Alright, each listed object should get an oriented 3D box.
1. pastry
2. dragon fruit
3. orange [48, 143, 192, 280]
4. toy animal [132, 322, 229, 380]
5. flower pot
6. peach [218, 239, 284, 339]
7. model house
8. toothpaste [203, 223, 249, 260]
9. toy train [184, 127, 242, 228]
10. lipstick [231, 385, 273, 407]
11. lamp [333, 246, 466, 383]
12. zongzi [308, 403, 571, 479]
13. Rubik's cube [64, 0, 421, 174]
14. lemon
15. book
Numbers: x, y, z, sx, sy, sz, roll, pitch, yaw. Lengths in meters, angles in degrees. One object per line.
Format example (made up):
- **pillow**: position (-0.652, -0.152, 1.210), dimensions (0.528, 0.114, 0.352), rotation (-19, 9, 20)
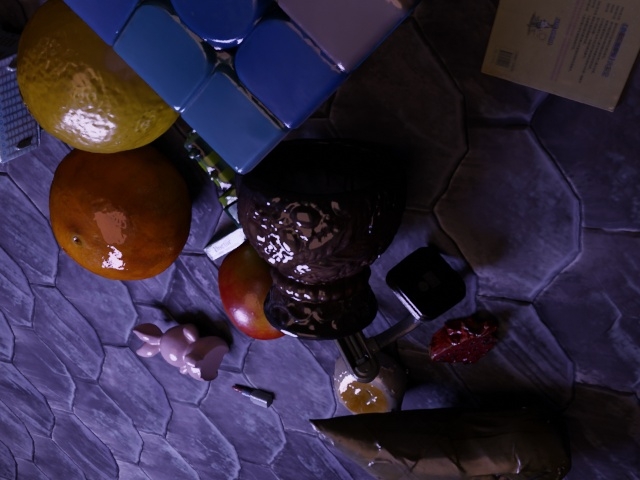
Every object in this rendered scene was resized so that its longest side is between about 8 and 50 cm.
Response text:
- **pastry**: position (0.100, 0.285, 1.515), dimensions (0.166, 0.088, 0.165), rotation (13, 127, 19)
- **dragon fruit**: position (0.260, 0.168, 1.368), dimensions (0.097, 0.063, 0.131), rotation (11, 138, -21)
- **orange**: position (-0.382, -0.058, 1.429), dimensions (0.284, 0.226, 0.283), rotation (16, 125, 24)
- **toy animal**: position (-0.317, 0.232, 1.707), dimensions (0.213, 0.124, 0.124), rotation (23, 133, 25)
- **flower pot**: position (0.000, 0.000, 1.207), dimensions (0.267, 0.266, 0.267), rotation (12, 121, 21)
- **peach**: position (-0.106, 0.093, 1.416), dimensions (0.190, 0.190, 0.192), rotation (34, 133, 2)
- **model house**: position (-0.633, -0.292, 1.407), dimensions (0.215, 0.198, 0.224), rotation (13, 130, -1)
- **toothpaste**: position (-0.161, -0.013, 1.460), dimensions (0.164, 0.046, 0.034), rotation (-27, 112, 40)
- **toy train**: position (-0.152, -0.132, 1.302), dimensions (0.200, 0.132, 0.083), rotation (48, 133, -13)
- **lipstick**: position (-0.163, 0.360, 1.765), dimensions (0.107, 0.025, 0.025), rotation (15, 131, 26)
- **lamp**: position (0.114, 0.103, 1.370), dimensions (0.203, 0.125, 0.283), rotation (51, 139, 14)
- **zongzi**: position (0.233, 0.366, 1.385), dimensions (0.393, 0.174, 0.356), rotation (34, 134, -29)
- **Rubik's cube**: position (-0.051, -0.357, 0.923), dimensions (0.344, 0.347, 0.346), rotation (45, 133, -7)
- **lemon**: position (-0.340, -0.274, 1.204), dimensions (0.293, 0.293, 0.293), rotation (15, 130, 19)
- **book**: position (0.325, -0.271, 1.003), dimensions (0.192, 0.013, 0.167), rotation (21, 132, 14)
